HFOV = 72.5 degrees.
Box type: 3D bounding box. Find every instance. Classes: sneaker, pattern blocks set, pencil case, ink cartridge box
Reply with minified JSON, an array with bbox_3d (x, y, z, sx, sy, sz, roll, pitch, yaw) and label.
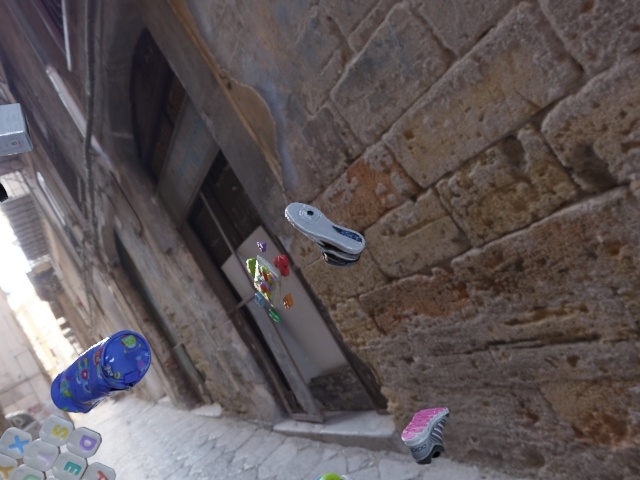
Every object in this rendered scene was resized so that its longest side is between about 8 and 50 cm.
[{"bbox_3d":[0.219,0.391,0.875,0.063,0.074,0.170,-22,-9,32],"label":"sneaker"},{"bbox_3d":[-0.197,0.156,1.642,0.026,0.324,0.285,-22,35,-34],"label":"pattern blocks set"},{"bbox_3d":[-0.521,0.321,1.034,0.306,0.133,0.119,-32,-23,32],"label":"pencil case"},{"bbox_3d":[0.000,0.000,1.097,0.079,0.217,0.121,-51,-15,-34],"label":"sneaker"},{"bbox_3d":[-0.797,-0.242,0.990,0.233,0.189,0.066,-21,-45,-23],"label":"ink cartridge box"}]

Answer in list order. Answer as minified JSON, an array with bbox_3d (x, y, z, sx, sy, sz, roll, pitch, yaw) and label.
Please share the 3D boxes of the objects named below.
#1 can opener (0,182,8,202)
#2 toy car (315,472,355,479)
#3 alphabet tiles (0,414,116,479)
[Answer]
[{"bbox_3d":[-0.914,-0.173,1.147,0.059,0.186,0.073,-2,34,37],"label":"can opener"},{"bbox_3d":[0.026,0.767,1.260,0.159,0.181,0.136,-4,-15,-23],"label":"toy car"},{"bbox_3d":[-0.630,0.557,0.986,0.021,0.278,0.284,115,179,-69],"label":"alphabet tiles"}]
